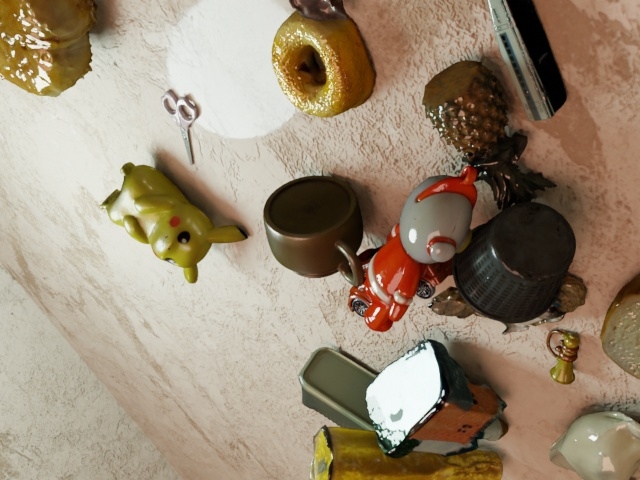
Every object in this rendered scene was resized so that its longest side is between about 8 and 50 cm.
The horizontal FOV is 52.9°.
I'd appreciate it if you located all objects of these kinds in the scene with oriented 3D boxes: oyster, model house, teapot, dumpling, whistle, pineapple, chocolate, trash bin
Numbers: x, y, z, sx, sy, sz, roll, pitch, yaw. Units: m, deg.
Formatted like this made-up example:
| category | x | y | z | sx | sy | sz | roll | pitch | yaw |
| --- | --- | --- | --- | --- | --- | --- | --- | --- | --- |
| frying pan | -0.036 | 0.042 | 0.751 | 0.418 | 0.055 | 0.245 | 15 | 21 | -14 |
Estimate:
| category | x | y | z | sx | sy | sz | roll | pitch | yaw |
| --- | --- | --- | --- | --- | --- | --- | --- | --- | --- |
| oyster | 0.314 | 0.104 | 1.122 | 0.223 | 0.083 | 0.214 | 13 | 159 | -23 |
| model house | 0.285 | 0.368 | 1.403 | 0.291 | 0.184 | 0.253 | 21 | 124 | -23 |
| teapot | 0.000 | 0.000 | 1.241 | 0.268 | 0.186 | 0.175 | 44 | 158 | 41 |
| dumpling | 0.544 | 0.402 | 1.209 | 0.162 | 0.132 | 0.250 | 42 | 143 | 5 |
| whistle | 0.449 | 0.206 | 1.188 | 0.046 | 0.057 | 0.109 | -10 | 122 | -7 |
| pineapple | 0.249 | -0.143 | 0.965 | 0.125 | 0.125 | 0.251 | -10 | 130 | 46 |
| chocolate | 0.206 | 0.508 | 1.463 | 0.446 | 0.162 | 0.162 | 7 | 144 | -13 |
| trash bin | 0.297 | 0.023 | 0.969 | 0.175 | 0.175 | 0.161 | 32 | 164 | 13 |

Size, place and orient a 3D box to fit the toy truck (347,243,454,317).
| category | x | y | z | sx | sy | sz | roll | pitch | yaw |
| --- | --- | --- | --- | --- | --- | --- | --- | --- | --- |
| toy truck | 0.145 | 0.059 | 1.243 | 0.253 | 0.107 | 0.114 | -24 | 100 | 48 |

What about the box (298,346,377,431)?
| category | x | y | z | sx | sy | sz | roll | pitch | yaw |
| --- | --- | --- | --- | --- | --- | --- | --- | --- | --- |
| box | 0.077 | 0.404 | 1.638 | 0.274 | 0.138 | 0.178 | 31 | 151 | 14 |

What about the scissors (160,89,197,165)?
| category | x | y | z | sx | sy | sz | roll | pitch | yaw |
| --- | --- | --- | --- | --- | --- | --- | --- | --- | --- |
| scissors | -0.300 | -0.241 | 1.419 | 0.100 | 0.015 | 0.189 | 23 | 142 | 25 |

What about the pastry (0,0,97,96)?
| category | x | y | z | sx | sy | sz | roll | pitch | yaw |
| --- | --- | --- | --- | --- | --- | --- | --- | --- | --- |
| pastry | -0.581 | -0.461 | 1.306 | 0.285 | 0.184 | 0.315 | 18 | 136 | 19 |

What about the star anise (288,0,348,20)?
| category | x | y | z | sx | sy | sz | roll | pitch | yaw |
| --- | --- | --- | --- | --- | --- | --- | --- | --- | --- |
| star anise | -0.054 | -0.449 | 0.916 | 0.198 | 0.110 | 0.257 | 22 | 145 | 24 |

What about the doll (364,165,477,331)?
| category | x | y | z | sx | sy | sz | roll | pitch | yaw |
| --- | --- | --- | --- | --- | --- | --- | --- | --- | --- |
| doll | 0.159 | 0.006 | 1.034 | 0.105 | 0.199 | 0.336 | 18 | 131 | -12 |

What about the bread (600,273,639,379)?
| category | x | y | z | sx | sy | sz | roll | pitch | yaw |
| --- | --- | --- | --- | --- | --- | --- | --- | --- | --- |
| bread | 0.557 | 0.142 | 0.990 | 0.236 | 0.070 | 0.236 | 24 | 138 | 23 |

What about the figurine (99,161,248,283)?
| category | x | y | z | sx | sy | sz | roll | pitch | yaw |
| --- | --- | --- | --- | --- | --- | --- | --- | --- | --- |
| figurine | -0.368 | -0.037 | 1.551 | 0.327 | 0.169 | 0.218 | 44 | 120 | 7 |

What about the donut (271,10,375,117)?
| category | x | y | z | sx | sy | sz | roll | pitch | yaw |
| --- | --- | --- | --- | --- | --- | --- | --- | --- | --- |
| donut | -0.003 | -0.286 | 1.059 | 0.174 | 0.074 | 0.190 | 17 | 136 | 30 |

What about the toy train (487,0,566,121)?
| category | x | y | z | sx | sy | sz | roll | pitch | yaw |
| --- | --- | --- | --- | --- | --- | --- | --- | --- | --- |
| toy train | 0.257 | -0.280 | 0.854 | 0.048 | 0.055 | 0.251 | 1 | 127 | 53 |
